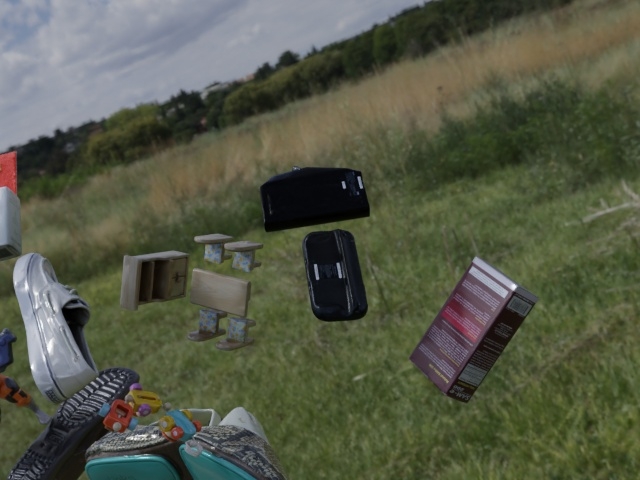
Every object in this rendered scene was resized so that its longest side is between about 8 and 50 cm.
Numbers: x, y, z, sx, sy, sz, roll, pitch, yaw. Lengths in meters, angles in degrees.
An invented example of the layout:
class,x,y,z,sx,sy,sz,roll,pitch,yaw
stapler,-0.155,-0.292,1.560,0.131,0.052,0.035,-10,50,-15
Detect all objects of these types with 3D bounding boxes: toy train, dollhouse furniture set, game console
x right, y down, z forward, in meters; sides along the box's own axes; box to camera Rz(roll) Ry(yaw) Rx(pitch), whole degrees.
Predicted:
class,x,y,z,sx,sy,sz,roll,pitch,yaw
toy train,-0.261,0.284,1.183,0.046,0.166,0.125,-54,17,16
dollhouse furniture set,-0.260,0.097,1.573,0.242,0.212,0.161,11,10,28
game console,0.000,0.000,1.506,0.213,0.361,0.044,-8,-35,-2

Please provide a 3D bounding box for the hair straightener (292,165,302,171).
class,x,y,z,sx,sy,sz,roll,pitch,yaw
hair straightener,-0.040,-0.115,1.885,0.047,0.089,0.230,-9,-16,-4

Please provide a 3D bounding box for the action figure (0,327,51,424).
class,x,y,z,sx,sy,sz,roll,pitch,yaw
action figure,-0.770,0.308,1.607,0.341,0.330,0.178,-23,24,-15

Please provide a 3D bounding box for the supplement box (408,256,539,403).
class,x,y,z,sx,sy,sz,roll,pitch,yaw
supplement box,0.283,0.166,1.447,0.239,0.073,0.130,-57,36,8

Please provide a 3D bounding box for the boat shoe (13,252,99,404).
class,x,y,z,sx,sy,sz,roll,pitch,yaw
boat shoe,-0.386,0.112,1.143,0.088,0.096,0.267,-26,47,-2

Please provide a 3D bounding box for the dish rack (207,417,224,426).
class,x,y,z,sx,sy,sz,roll,pitch,yaw
dish rack,-0.292,0.520,1.749,0.271,0.208,0.074,2,-49,-46

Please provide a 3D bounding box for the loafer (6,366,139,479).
class,x,y,z,sx,sy,sz,roll,pitch,yaw
loafer,-0.535,0.440,1.728,0.134,0.130,0.366,18,54,36

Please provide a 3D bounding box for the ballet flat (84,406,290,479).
class,x,y,z,sx,sy,sz,roll,pitch,yaw
ballet flat,-0.216,0.374,1.383,0.483,0.164,0.182,-6,31,34

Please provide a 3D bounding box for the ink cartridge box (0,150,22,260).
class,x,y,z,sx,sy,sz,roll,pitch,yaw
ink cartridge box,-0.700,-0.051,1.438,0.275,0.239,0.060,-14,-26,1
